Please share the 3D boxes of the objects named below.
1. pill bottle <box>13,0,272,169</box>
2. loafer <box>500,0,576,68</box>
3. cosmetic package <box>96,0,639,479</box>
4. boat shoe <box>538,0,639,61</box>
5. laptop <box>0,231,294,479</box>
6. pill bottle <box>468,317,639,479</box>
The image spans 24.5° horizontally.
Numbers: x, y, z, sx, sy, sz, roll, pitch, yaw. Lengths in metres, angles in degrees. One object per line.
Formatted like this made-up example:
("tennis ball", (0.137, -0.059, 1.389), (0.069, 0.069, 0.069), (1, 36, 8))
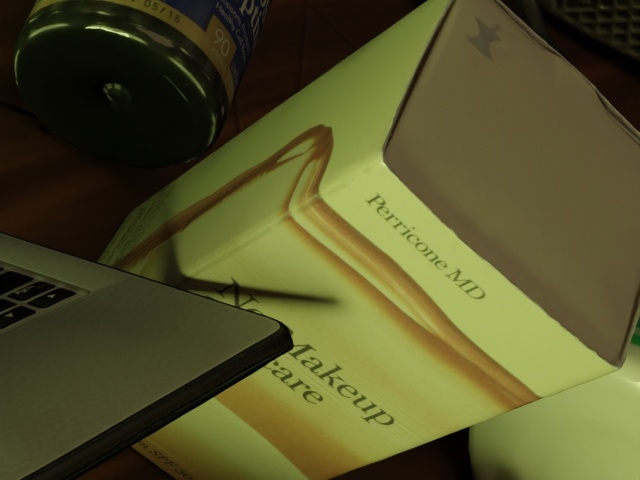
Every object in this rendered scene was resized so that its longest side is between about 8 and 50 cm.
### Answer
("pill bottle", (-0.085, -0.159, 0.858), (0.123, 0.123, 0.219), (33, 53, -22))
("loafer", (0.129, -0.113, 1.046), (0.078, 0.080, 0.220), (-15, 68, -19))
("cosmetic package", (0.008, 0.019, 0.729), (0.153, 0.296, 0.129), (40, 49, -16))
("boat shoe", (0.280, -0.244, 1.152), (0.500, 0.187, 0.156), (27, 50, -32))
("laptop", (-0.294, -0.031, 0.569), (0.382, 0.408, 0.236), (-28, 122, -42))
("pill bottle", (0.272, 0.077, 0.973), (0.361, 0.204, 0.204), (-36, 93, -43))
